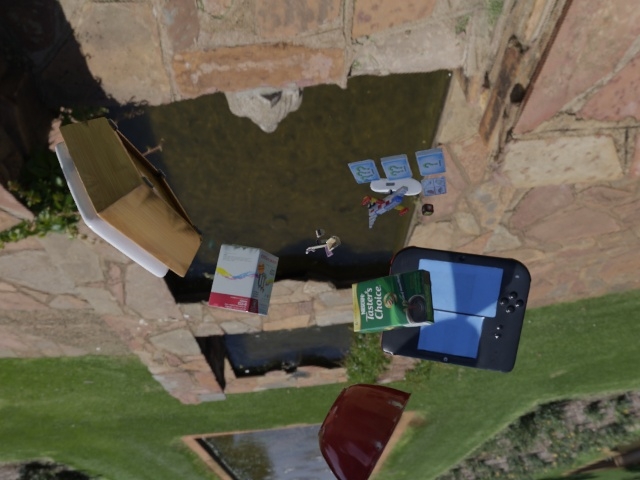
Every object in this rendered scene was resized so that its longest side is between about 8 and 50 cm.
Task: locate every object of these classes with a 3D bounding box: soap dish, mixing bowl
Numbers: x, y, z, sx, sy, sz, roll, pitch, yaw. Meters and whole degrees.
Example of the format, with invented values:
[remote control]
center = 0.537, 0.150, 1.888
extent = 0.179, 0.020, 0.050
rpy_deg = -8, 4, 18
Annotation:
[soap dish]
center = -0.356, -0.086, 0.861
extent = 0.118, 0.291, 0.229
rpy_deg = -39, 144, -4
[mixing bowl]
center = 0.059, 0.300, 0.725
extent = 0.098, 0.181, 0.181
rpy_deg = 27, 149, 17

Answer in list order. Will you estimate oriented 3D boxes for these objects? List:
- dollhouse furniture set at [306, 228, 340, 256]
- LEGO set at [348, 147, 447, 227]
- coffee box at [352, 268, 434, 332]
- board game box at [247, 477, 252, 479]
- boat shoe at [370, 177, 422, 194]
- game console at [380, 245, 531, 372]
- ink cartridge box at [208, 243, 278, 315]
[dollhouse furniture set]
center = 0.000, 0.000, 1.387
extent = 0.081, 0.091, 0.114
rpy_deg = -11, 168, -25
[LEGO set]
center = 0.174, -0.097, 0.959
extent = 0.182, 0.060, 0.244
rpy_deg = -7, 157, 16
[coffee box]
center = 0.151, 0.134, 0.975
extent = 0.184, 0.113, 0.040
rpy_deg = -16, 156, 40
[board game box]
center = -0.162, 0.645, 0.997
extent = 0.211, 0.160, 0.039
rpy_deg = 6, 133, 57
[boat shoe]
center = 0.210, -0.149, 1.261
extent = 0.142, 0.049, 0.040
rpy_deg = 7, 174, 17
[game console]
center = 0.385, 0.197, 1.320
extent = 0.387, 0.342, 0.060
rpy_deg = 8, -172, 10
[ink cartridge box]
center = -0.212, 0.111, 1.277
extent = 0.127, 0.176, 0.128
rpy_deg = 6, 168, 20
